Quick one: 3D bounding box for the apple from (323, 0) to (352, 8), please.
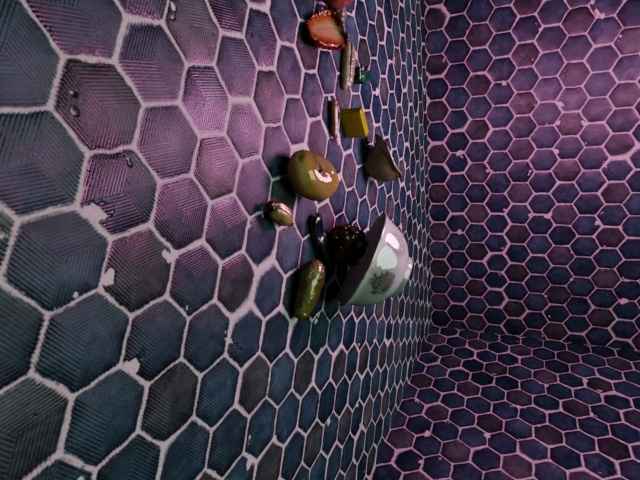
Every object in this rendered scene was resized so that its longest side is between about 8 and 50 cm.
[{"bbox_3d":[0.059,-0.930,1.585,0.154,0.120,0.153,22,42,-22],"label":"apple"}]

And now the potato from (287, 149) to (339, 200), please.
[{"bbox_3d":[-0.030,-0.214,1.469,0.234,0.146,0.150,16,33,-52],"label":"potato"}]

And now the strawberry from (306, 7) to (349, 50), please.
[{"bbox_3d":[0.005,-0.767,1.578,0.208,0.087,0.167,-15,86,-38],"label":"strawberry"}]

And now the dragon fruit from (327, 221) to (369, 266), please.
[{"bbox_3d":[0.107,0.014,1.742,0.182,0.183,0.188,-53,168,-51],"label":"dragon fruit"}]

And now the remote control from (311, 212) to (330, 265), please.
[{"bbox_3d":[0.000,0.000,1.660,0.072,0.042,0.221,-54,140,-53],"label":"remote control"}]

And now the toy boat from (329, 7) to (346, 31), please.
[{"bbox_3d":[0.081,-0.914,1.694,0.078,0.085,0.260,-14,105,-65],"label":"toy boat"}]

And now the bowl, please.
[{"bbox_3d":[0.255,0.116,1.791,0.434,0.196,0.435,-64,-178,5],"label":"bowl"}]

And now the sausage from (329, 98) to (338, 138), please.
[{"bbox_3d":[0.056,-0.490,1.740,0.042,0.036,0.157,-9,102,-29],"label":"sausage"}]

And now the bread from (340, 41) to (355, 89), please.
[{"bbox_3d":[0.121,-0.749,1.837,0.073,0.053,0.214,12,82,-61],"label":"bread"}]

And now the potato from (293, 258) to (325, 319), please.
[{"bbox_3d":[-0.042,0.174,1.534,0.117,0.090,0.225,45,59,-65],"label":"potato"}]

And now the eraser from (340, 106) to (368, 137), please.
[{"bbox_3d":[0.146,-0.508,1.859,0.045,0.097,0.122,-62,145,-38],"label":"eraser"}]

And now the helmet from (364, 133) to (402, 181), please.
[{"bbox_3d":[0.287,-0.382,2.136,0.257,0.137,0.204,54,5,-30],"label":"helmet"}]

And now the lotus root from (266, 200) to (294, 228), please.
[{"bbox_3d":[-0.125,-0.083,1.362,0.152,0.063,0.072,44,26,-50],"label":"lotus root"}]

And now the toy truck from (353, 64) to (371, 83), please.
[{"bbox_3d":[0.176,-0.748,1.941,0.147,0.065,0.079,-36,128,-61],"label":"toy truck"}]
